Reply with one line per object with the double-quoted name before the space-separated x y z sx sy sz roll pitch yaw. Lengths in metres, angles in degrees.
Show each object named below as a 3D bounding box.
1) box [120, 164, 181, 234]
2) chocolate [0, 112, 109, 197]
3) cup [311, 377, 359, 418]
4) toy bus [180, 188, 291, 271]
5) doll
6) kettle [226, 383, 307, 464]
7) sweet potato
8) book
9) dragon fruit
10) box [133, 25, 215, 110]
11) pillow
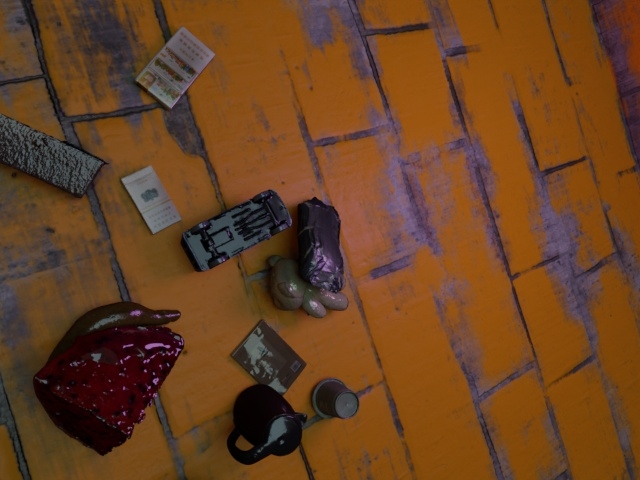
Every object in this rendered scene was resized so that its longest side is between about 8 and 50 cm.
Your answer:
"box" -0.451 -0.108 1.410 0.090 0.024 0.167 -32 99 -27
"chocolate" -0.684 -0.206 1.258 0.321 0.112 0.112 25 81 -23
"cup" 0.051 0.468 1.539 0.119 0.141 0.120 2 85 -27
"toy bus" -0.231 -0.026 1.457 0.292 0.133 0.126 -30 92 -25
"doll" -0.037 0.146 1.559 0.278 0.175 0.149 15 115 -34
"kettle" -0.152 0.481 1.372 0.202 0.232 0.144 -24 98 -21
"sweet potato" -0.520 0.210 1.311 0.346 0.079 0.109 -20 121 -30
"book" -0.145 0.344 1.520 0.199 0.016 0.138 49 65 -15
"dragon fruit" -0.447 0.348 1.248 0.240 0.302 0.330 30 47 25
"box" -0.405 -0.482 1.476 0.122 0.032 0.220 38 68 -19
"pillow" 0.000 0.000 1.534 0.161 0.092 0.335 31 40 -36
